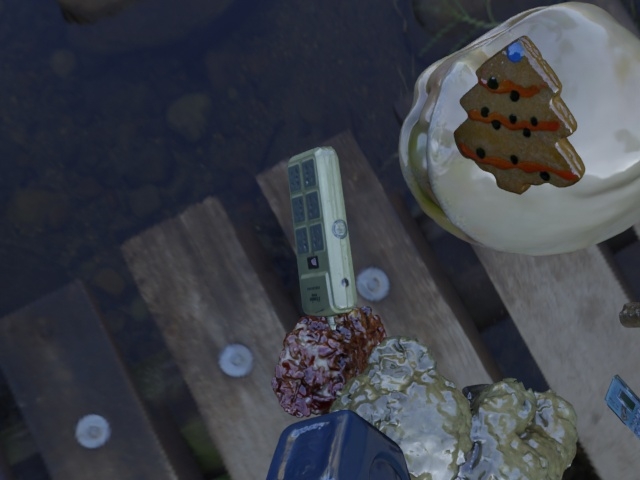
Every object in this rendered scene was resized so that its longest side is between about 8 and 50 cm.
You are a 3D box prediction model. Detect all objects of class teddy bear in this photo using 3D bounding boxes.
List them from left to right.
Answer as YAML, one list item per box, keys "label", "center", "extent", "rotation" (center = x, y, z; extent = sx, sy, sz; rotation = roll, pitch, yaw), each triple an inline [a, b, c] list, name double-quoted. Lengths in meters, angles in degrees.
- label: "teddy bear"
  center: [0.117, 0.224, 1.104]
  extent: [0.256, 0.156, 0.267]
  rotation: [31, 77, -3]

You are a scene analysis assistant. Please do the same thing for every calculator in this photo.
- label: "calculator"
  center: [0.476, 0.271, 1.661]
  extent: [0.018, 0.057, 0.172]
  rotation: [0, 32, -24]

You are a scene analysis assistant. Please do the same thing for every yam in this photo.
- label: "yam"
  center: [0.556, 0.105, 1.662]
  extent: [0.264, 0.046, 0.046]
  rotation: [-11, 67, 55]

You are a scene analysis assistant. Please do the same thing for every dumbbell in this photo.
- label: "dumbbell"
  center: [-0.086, 0.237, 0.850]
  extent: [0.325, 0.160, 0.144]
  rotation: [-18, 57, 23]

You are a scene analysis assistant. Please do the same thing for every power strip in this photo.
- label: "power strip"
  center: [0.000, 0.000, 1.044]
  extent: [0.028, 0.076, 0.169]
  rotation: [-6, 86, -27]

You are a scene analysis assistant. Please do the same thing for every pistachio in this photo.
- label: "pistachio"
  center: [0.331, -0.157, 1.617]
  extent: [0.445, 0.281, 0.365]
  rotation: [-5, 103, -17]

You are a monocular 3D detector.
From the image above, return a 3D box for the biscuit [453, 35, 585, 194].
- label: "biscuit"
  center: [0.150, -0.096, 0.871]
  extent: [0.119, 0.130, 0.019]
  rotation: [18, 37, 35]

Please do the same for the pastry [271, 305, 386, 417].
- label: "pastry"
  center: [0.014, 0.139, 1.333]
  extent: [0.097, 0.208, 0.115]
  rotation: [9, 107, 18]
